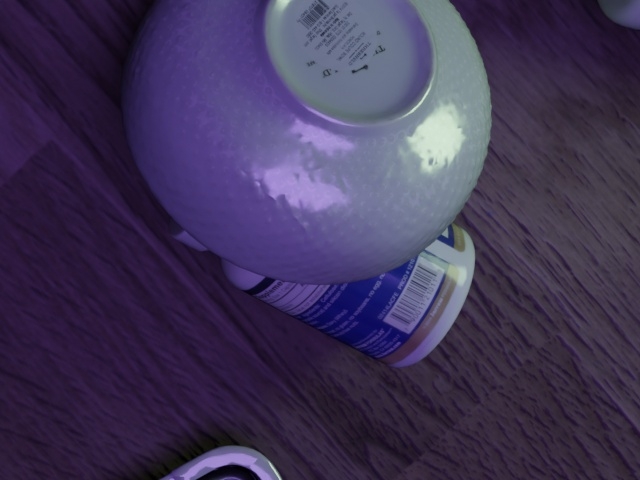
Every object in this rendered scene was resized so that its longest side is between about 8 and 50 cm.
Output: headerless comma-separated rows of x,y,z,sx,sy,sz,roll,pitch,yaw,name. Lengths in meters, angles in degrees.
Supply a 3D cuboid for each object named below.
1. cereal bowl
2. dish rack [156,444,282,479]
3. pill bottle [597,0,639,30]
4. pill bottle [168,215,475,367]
0.003,-0.138,1.535,0.339,0.141,0.339,8,65,-18,cereal bowl
-0.149,0.383,1.717,0.333,0.072,0.285,-28,95,-8,dish rack
0.448,-0.262,1.684,0.334,0.188,0.188,11,100,-17,pill bottle
0.000,0.000,1.648,0.265,0.153,0.153,29,94,-18,pill bottle
